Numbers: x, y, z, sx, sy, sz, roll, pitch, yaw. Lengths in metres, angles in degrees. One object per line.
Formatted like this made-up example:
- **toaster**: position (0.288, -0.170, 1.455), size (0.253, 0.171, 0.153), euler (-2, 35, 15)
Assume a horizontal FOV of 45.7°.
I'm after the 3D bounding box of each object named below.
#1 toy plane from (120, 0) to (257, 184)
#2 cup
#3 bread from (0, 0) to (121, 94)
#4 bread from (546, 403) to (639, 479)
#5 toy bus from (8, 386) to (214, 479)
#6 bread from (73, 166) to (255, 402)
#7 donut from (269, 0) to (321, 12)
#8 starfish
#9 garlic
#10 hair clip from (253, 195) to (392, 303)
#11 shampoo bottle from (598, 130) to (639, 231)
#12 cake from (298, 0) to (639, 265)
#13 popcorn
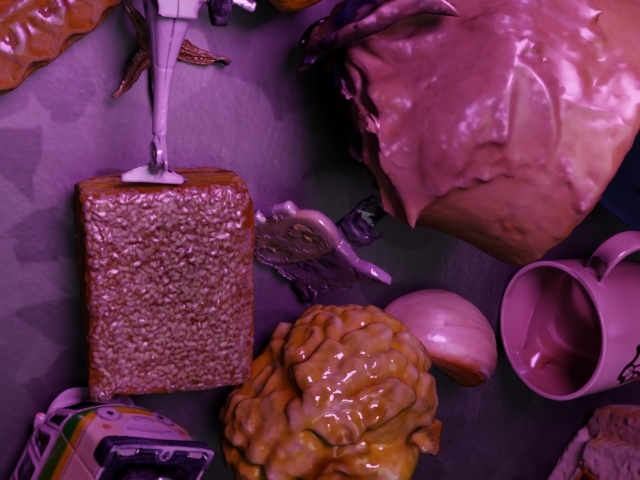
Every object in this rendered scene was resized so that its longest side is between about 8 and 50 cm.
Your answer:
- **toy plane**: position (-0.143, -0.179, 0.659), size (0.182, 0.107, 0.273), euler (17, 98, -31)
- **cup**: position (0.406, 0.093, 1.076), size (0.200, 0.191, 0.253), euler (-4, 128, -29)
- **bread**: position (-0.330, -0.147, 0.673), size (0.367, 0.084, 0.077), euler (-40, 163, -8)
- **bread**: position (0.522, 0.405, 1.239), size (0.239, 0.264, 0.395), euler (24, 96, -20)
- **toy bus**: position (-0.263, 0.311, 0.820), size (0.143, 0.179, 0.305), euler (21, 99, -47)
- **bread**: position (-0.165, 0.043, 0.816), size (0.184, 0.110, 0.234), euler (-5, 109, -23)
- **donut**: position (-0.052, -0.297, 0.709), size (0.074, 0.174, 0.190), euler (-34, 115, 8)
- **starfish**: position (-0.153, -0.187, 0.775), size (0.130, 0.041, 0.133), euler (-13, 137, -41)
- **garlic**: position (0.159, 0.122, 1.024), size (0.206, 0.128, 0.115), euler (23, 73, -25)
- **hair clip**: position (-0.002, 0.006, 0.859), size (0.146, 0.187, 0.056), euler (44, 44, -23)
- **shampoo bottle**: position (0.522, -0.184, 0.958), size (0.343, 0.331, 0.331), euler (-46, 123, -4)
- **cake**: position (0.137, -0.168, 0.799), size (0.321, 0.332, 0.332), euler (25, 96, -7)
- **popcorn**: position (0.015, 0.203, 0.896), size (0.270, 0.224, 0.258), euler (-3, 111, -11)
